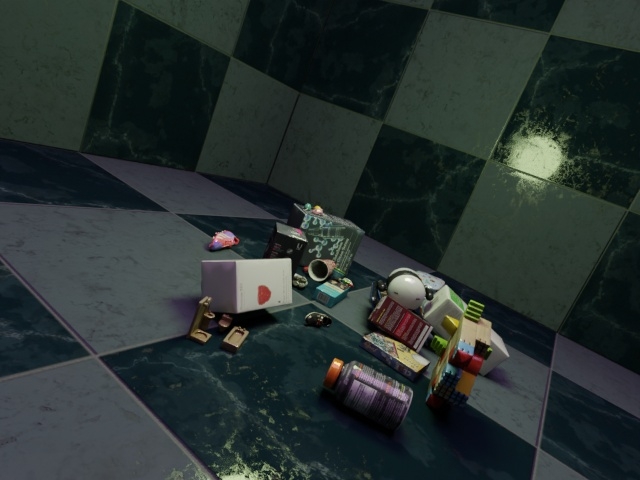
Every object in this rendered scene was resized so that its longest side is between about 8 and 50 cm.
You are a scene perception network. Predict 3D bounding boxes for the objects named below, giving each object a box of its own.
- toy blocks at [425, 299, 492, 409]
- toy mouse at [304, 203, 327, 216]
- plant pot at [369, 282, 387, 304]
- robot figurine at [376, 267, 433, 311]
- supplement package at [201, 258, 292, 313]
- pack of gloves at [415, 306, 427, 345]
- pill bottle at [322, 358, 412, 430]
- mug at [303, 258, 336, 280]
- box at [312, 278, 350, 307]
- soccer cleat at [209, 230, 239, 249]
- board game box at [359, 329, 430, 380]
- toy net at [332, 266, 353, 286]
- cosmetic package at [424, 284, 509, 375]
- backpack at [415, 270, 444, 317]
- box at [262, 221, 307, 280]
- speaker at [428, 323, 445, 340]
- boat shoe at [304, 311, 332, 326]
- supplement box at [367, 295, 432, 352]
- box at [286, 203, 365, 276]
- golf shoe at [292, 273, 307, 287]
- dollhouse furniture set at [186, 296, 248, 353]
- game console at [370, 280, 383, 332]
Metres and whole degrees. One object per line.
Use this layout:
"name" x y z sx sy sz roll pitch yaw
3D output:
"toy blocks" 0.455 0.426 1.416 0.191 0.381 0.261 24 28 13
"toy mouse" -0.037 -0.173 2.338 0.161 0.031 0.143 32 16 38
"plant pot" 0.310 0.294 2.182 0.109 0.096 0.109 18 13 -15
"robot figurine" 0.384 0.224 1.937 0.173 0.209 0.278 60 9 -3
"supplement package" -0.258 0.155 1.524 0.175 0.177 0.293 -2 -2 34
"pack of gloves" 0.464 0.373 1.997 0.046 0.195 0.232 -8 7 12
"pill bottle" 0.132 0.437 1.242 0.246 0.130 0.130 25 13 10
"mug" 0.002 0.142 2.271 0.150 0.113 0.169 28 11 17
"box" 0.056 0.248 2.032 0.101 0.060 0.244 26 14 16
"soccer cleat" -0.477 0.005 2.117 0.095 0.083 0.248 26 10 -2
"board game box" 0.292 0.444 1.668 0.243 0.042 0.165 29 14 29
"toy net" 0.132 0.204 2.185 0.122 0.045 0.232 25 -9 23
"cosmetic package" 0.647 0.400 1.918 0.365 0.155 0.197 43 17 0
"backpack" 0.556 0.293 2.387 0.263 0.213 0.276 16 12 25
"box" -0.173 0.080 1.871 0.143 0.270 0.165 18 14 -14
"speaker" 0.553 0.439 1.973 0.136 0.055 0.055 51 19 9
"boat shoe" -0.007 0.315 1.687 0.133 0.048 0.042 15 6 -46
"supplement box" 0.332 0.350 1.782 0.239 0.130 0.073 36 -13 -3
"box" 0.000 0.000 2.426 0.396 0.293 0.212 15 14 -27
"golf shoe" -0.140 0.178 2.037 0.176 0.069 0.086 29 -6 17
"dollhouse furniture set" -0.298 0.249 1.313 0.151 0.123 0.144 23 13 3
"game console" 0.345 0.321 1.961 0.173 0.250 0.293 -14 8 10
